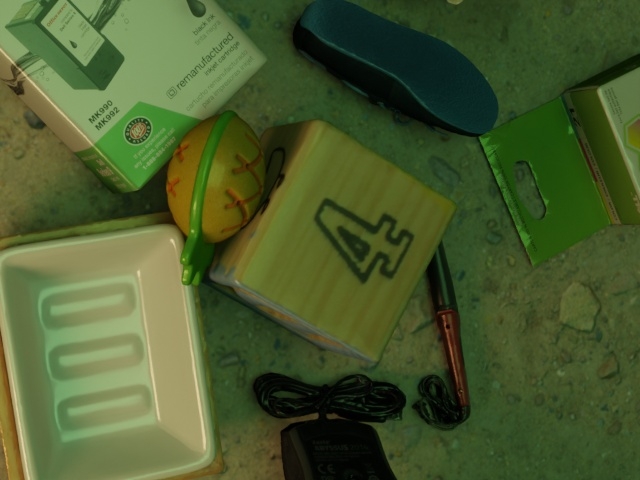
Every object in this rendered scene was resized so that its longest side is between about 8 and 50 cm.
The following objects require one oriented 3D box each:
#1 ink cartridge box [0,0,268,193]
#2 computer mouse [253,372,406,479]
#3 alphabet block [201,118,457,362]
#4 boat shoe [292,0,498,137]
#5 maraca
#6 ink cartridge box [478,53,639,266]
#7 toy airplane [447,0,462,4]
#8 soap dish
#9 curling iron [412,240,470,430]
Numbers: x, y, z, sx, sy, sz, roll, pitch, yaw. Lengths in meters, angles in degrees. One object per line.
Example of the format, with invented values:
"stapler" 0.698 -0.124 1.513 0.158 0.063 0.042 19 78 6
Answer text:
"ink cartridge box" -0.236 -0.223 1.446 0.289 0.121 0.211 46 78 -15
"computer mouse" 0.027 0.266 1.514 0.189 0.272 0.072 7 128 -19
"alphabet block" 0.000 0.000 1.501 0.193 0.192 0.197 31 80 -19
"boat shoe" 0.089 -0.202 1.585 0.258 0.089 0.109 33 67 -12
"maraca" -0.112 -0.043 1.401 0.099 0.127 0.185 14 91 12
"ink cartridge box" 0.351 -0.099 1.671 0.255 0.097 0.188 -27 100 -18
"toy airplane" 0.214 -0.401 1.464 0.384 0.386 0.272 -18 85 -18
"soap dish" -0.239 0.125 1.455 0.229 0.118 0.290 -10 95 -19
"curling iron" 0.141 0.096 1.633 0.068 0.035 0.274 -4 93 -20
